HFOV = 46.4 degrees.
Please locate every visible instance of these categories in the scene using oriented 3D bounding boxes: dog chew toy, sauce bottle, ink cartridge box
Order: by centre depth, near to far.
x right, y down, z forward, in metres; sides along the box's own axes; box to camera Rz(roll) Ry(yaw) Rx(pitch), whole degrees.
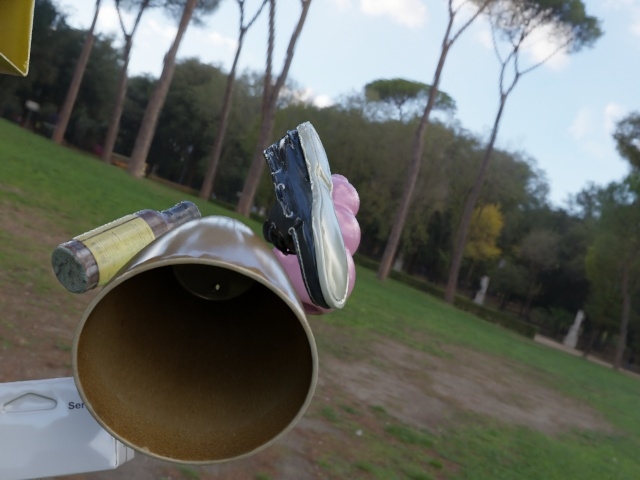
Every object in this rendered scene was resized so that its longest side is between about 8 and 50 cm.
[{"bbox_3d":[-0.374,0.260,1.026,0.211,0.122,0.289,-5,-13,-11],"label":"ink cartridge box"},{"bbox_3d":[-0.390,0.001,1.564,0.111,0.111,0.344,19,31,32],"label":"sauce bottle"},{"bbox_3d":[0.000,0.000,1.733,0.206,0.332,0.207,15,-19,5],"label":"dog chew toy"}]

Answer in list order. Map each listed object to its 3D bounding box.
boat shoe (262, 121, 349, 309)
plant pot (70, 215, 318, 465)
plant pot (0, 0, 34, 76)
[{"bbox_3d":[-0.037,-0.034,1.158,0.113,0.340,0.127,-18,-31,13],"label":"boat shoe"},{"bbox_3d":[-0.128,0.074,0.835,0.237,0.237,0.254,18,21,-11],"label":"plant pot"},{"bbox_3d":[-0.684,-0.450,1.421,0.187,0.212,0.212,1,-10,3],"label":"plant pot"}]
